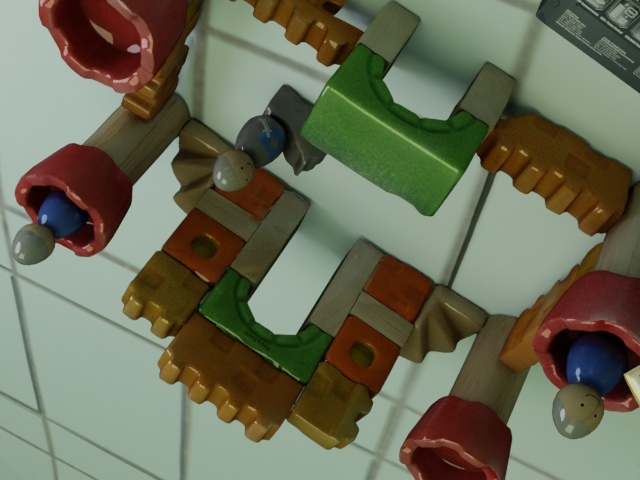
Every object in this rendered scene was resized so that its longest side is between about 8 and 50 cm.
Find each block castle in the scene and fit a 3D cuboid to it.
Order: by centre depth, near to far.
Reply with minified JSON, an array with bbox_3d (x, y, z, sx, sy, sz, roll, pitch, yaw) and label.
[{"bbox_3d":[0.000,0.000,0.715,0.453,0.213,0.303,33,143,0],"label":"block castle"}]

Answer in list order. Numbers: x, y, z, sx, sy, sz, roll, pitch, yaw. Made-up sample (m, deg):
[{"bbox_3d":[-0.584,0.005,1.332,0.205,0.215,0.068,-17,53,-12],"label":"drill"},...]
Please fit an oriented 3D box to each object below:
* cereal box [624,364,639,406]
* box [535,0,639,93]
[{"bbox_3d":[0.301,0.046,0.531,0.240,0.047,0.173,-34,148,20],"label":"cereal box"},{"bbox_3d":[0.256,-0.116,0.506,0.233,0.059,0.183,34,153,-3],"label":"box"}]
